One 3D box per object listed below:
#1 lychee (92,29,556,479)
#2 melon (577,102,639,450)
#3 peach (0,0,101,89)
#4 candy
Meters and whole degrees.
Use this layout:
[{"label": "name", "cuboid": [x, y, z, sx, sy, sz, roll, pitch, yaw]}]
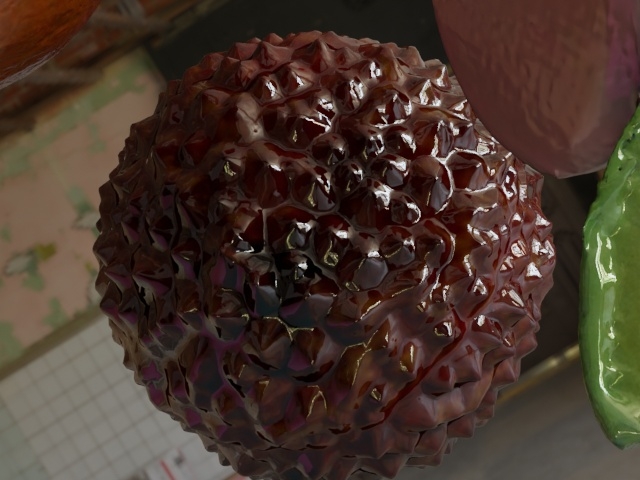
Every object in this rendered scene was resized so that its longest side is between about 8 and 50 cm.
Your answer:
[{"label": "lychee", "cuboid": [0.000, 0.000, 1.194, 0.424, 0.424, 0.500, -32, 35, 14]}, {"label": "melon", "cuboid": [0.167, -0.022, 0.377, 0.209, 0.118, 0.064, -23, -22, 13]}, {"label": "peach", "cuboid": [-0.282, -0.258, 0.863, 0.372, 0.373, 0.290, -32, 23, -27]}, {"label": "candy", "cuboid": [0.164, -0.159, 0.828, 0.094, 0.255, 0.255, -17, -6, -22]}]
